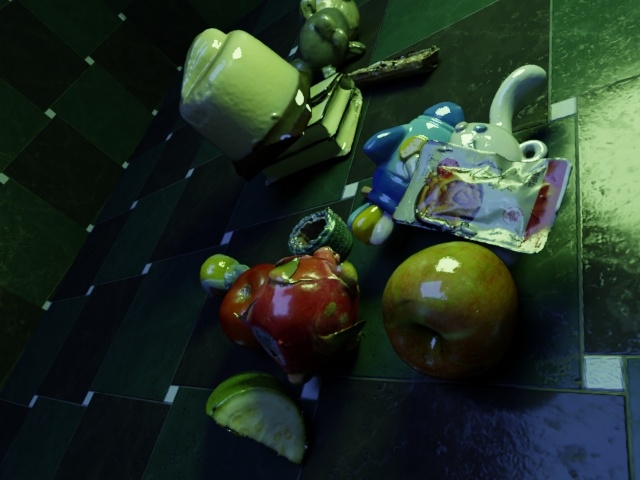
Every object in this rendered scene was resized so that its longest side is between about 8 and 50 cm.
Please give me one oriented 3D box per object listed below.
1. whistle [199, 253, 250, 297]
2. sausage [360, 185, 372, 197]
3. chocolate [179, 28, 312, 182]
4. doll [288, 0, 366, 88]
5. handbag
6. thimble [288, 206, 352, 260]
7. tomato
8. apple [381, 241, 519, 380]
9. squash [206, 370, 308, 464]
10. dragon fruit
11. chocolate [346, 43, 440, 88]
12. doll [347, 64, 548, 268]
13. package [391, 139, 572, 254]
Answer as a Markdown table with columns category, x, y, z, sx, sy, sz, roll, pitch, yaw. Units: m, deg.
| category | x | y | z | sx | sy | sz | roll | pitch | yaw |
| --- | --- | --- | --- | --- | --- | --- | --- | --- | --- |
| whistle | -0.235 | 0.104 | 1.208 | 0.223 | 0.123 | 0.123 | 4 | 61 | 32 |
| sausage | 0.136 | -0.102 | 1.044 | 0.026 | 0.026 | 0.116 | -54 | 36 | -5 |
| chocolate | -0.227 | -0.375 | 1.205 | 0.314 | 0.297 | 0.326 | -33 | 48 | 36 |
| doll | -0.026 | -0.703 | 1.580 | 0.379 | 0.252 | 0.382 | -25 | 36 | 32 |
| handbag | -0.063 | -0.334 | 1.359 | 0.359 | 0.160 | 0.236 | -14 | 45 | 41 |
| thimble | -0.001 | 0.002 | 1.047 | 0.135 | 0.090 | 0.118 | -33 | 41 | 20 |
| tomato | -0.131 | 0.149 | 1.018 | 0.195 | 0.136 | 0.195 | -27 | 40 | 26 |
| apple | 0.191 | 0.096 | 0.666 | 0.196 | 0.196 | 0.196 | -29 | 41 | 28 |
| squash | -0.121 | 0.333 | 0.935 | 0.111 | 0.203 | 0.288 | -63 | 2 | -15 |
| dragon fruit | -0.023 | 0.131 | 0.851 | 0.227 | 0.224 | 0.224 | -30 | 27 | -26 |
| chocolate | 0.187 | -0.479 | 1.289 | 0.102 | 0.065 | 0.329 | -32 | 23 | -32 |
| doll | 0.218 | -0.133 | 0.841 | 0.366 | 0.187 | 0.376 | -3 | 42 | 39 |
| package | 0.235 | -0.072 | 0.692 | 0.239 | 0.030 | 0.154 | 18 | 79 | 36 |
